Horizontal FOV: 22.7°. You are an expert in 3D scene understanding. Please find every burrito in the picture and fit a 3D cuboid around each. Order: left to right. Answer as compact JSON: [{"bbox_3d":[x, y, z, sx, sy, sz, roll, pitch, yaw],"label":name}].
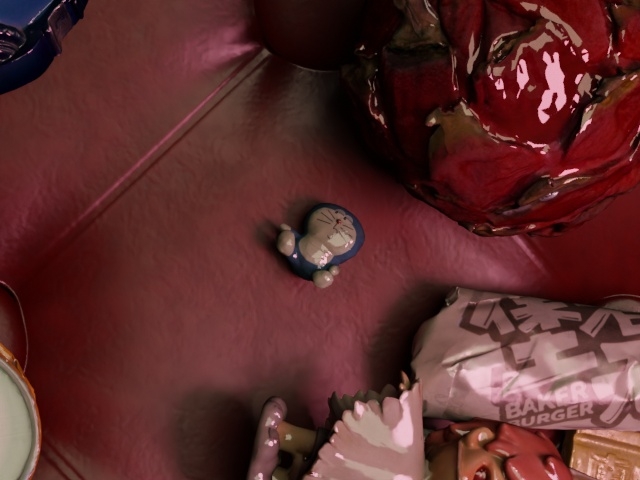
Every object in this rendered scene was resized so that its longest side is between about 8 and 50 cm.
[{"bbox_3d":[0.296,0.128,1.618,0.445,0.101,0.139,4,62,-15],"label":"burrito"}]

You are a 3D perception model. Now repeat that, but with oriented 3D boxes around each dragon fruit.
[{"bbox_3d":[0.183,-0.156,1.503,0.329,0.329,0.329,2,85,-21],"label":"dragon fruit"}]

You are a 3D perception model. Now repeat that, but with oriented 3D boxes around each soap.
[{"bbox_3d":[0.362,0.256,1.678,0.252,0.037,0.092,16,81,-20],"label":"soap"}]

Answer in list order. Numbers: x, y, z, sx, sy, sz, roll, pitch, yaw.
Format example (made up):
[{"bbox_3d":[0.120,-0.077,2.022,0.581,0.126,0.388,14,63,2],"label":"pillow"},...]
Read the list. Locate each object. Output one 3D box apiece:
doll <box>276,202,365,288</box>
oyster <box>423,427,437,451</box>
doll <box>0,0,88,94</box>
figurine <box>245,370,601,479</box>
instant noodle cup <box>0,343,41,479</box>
[{"bbox_3d":[0.000,0.000,1.551,0.076,0.050,0.083,42,73,5],"label":"doll"},{"bbox_3d":[0.135,0.231,1.591,0.100,0.037,0.098,0,86,-21],"label":"oyster"},{"bbox_3d":[-0.344,-0.236,1.344,0.310,0.240,0.284,-26,68,-6],"label":"doll"},{"bbox_3d":[0.123,0.238,1.484,0.387,0.166,0.207,14,105,-3],"label":"figurine"},{"bbox_3d":[-0.330,0.163,1.342,0.215,0.172,0.216,2,85,-20],"label":"instant noodle cup"}]
